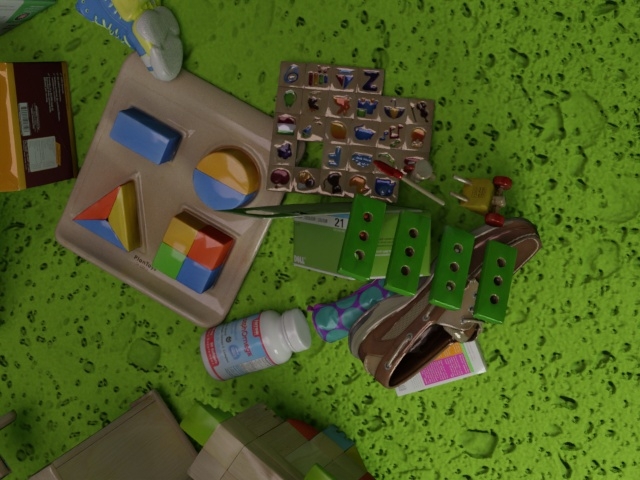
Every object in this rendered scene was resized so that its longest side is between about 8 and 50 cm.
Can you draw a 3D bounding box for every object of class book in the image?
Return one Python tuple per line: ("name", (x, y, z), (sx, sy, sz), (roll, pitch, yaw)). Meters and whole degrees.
("book", (0.170, 0.173, 1.702), (0.144, 0.035, 0.096), (-18, 97, 18))

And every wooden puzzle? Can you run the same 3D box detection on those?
("wooden puzzle", (-0.233, -0.077, 1.746), (0.322, 0.080, 0.348), (29, 105, 9))

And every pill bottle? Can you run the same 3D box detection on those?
("pill bottle", (-0.100, 0.159, 1.744), (0.160, 0.087, 0.087), (-19, 93, 17))

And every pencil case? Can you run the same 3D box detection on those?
("pencil case", (0.060, 0.099, 1.703), (0.152, 0.064, 0.070), (-28, 107, 17))

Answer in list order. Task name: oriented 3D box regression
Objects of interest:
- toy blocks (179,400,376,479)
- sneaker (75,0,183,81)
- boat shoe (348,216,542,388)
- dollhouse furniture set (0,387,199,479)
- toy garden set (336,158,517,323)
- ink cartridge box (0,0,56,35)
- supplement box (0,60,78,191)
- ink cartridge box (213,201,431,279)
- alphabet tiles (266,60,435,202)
("toy blocks", (-0.012, 0.369, 1.678), (0.381, 0.261, 0.191), (38, 108, 14))
("sneaker", (-0.300, -0.343, 1.728), (0.126, 0.091, 0.240), (-21, 85, 29))
("boat shoe", (0.193, 0.097, 1.611), (0.324, 0.123, 0.116), (-40, 52, 12))
("dollhouse furniture set", (-0.415, 0.433, 1.845), (0.394, 0.256, 0.362), (-34, 88, 39))
("toy garden set", (0.149, -0.015, 1.512), (0.244, 0.049, 0.204), (19, 72, -17))
("ink cartridge box", (-0.592, -0.355, 1.734), (0.289, 0.211, 0.121), (-25, 93, 19))
("supplement box", (-0.484, -0.179, 1.738), (0.129, 0.194, 0.191), (-2, 98, 15))
("ink cartridge box", (0.000, 0.000, 1.577), (0.255, 0.189, 0.097), (-3, 97, -26))
("alphabet tiles", (0.046, -0.160, 1.663), (0.237, 0.009, 0.198), (6, 85, 6))
